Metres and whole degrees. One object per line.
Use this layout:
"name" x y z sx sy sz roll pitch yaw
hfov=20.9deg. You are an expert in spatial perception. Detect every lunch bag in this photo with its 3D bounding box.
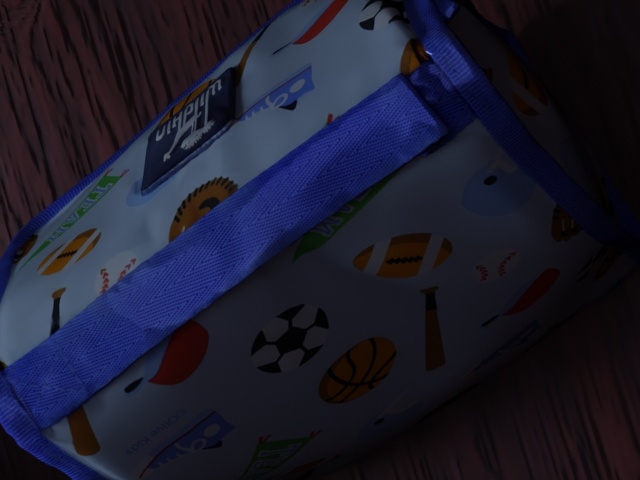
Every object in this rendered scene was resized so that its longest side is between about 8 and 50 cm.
"lunch bag" 0.000 0.000 1.041 0.328 0.385 0.239 -37 79 13
